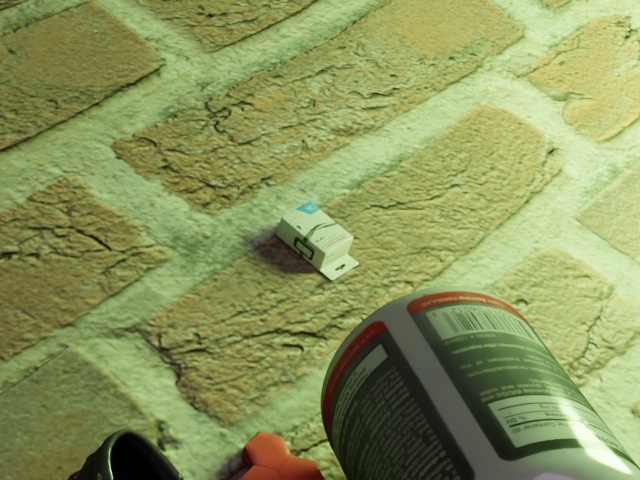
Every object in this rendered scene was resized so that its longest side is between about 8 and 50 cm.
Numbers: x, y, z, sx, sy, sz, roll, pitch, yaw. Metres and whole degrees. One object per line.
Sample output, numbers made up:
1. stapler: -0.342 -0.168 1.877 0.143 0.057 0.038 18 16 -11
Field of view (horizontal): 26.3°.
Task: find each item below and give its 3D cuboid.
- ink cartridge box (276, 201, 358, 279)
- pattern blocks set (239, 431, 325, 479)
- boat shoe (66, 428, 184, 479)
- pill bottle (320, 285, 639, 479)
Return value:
1. ink cartridge box: 0.000 0.000 1.459 0.083 0.028 0.048 39 46 21
2. pattern blocks set: -0.004 0.316 1.125 0.325 0.026 0.285 37 45 18
3. boat shoe: -0.098 0.283 1.025 0.112 0.095 0.335 -3 41 -44
4. pill bottle: 0.145 0.211 1.094 0.210 0.210 0.363 1 29 -19
